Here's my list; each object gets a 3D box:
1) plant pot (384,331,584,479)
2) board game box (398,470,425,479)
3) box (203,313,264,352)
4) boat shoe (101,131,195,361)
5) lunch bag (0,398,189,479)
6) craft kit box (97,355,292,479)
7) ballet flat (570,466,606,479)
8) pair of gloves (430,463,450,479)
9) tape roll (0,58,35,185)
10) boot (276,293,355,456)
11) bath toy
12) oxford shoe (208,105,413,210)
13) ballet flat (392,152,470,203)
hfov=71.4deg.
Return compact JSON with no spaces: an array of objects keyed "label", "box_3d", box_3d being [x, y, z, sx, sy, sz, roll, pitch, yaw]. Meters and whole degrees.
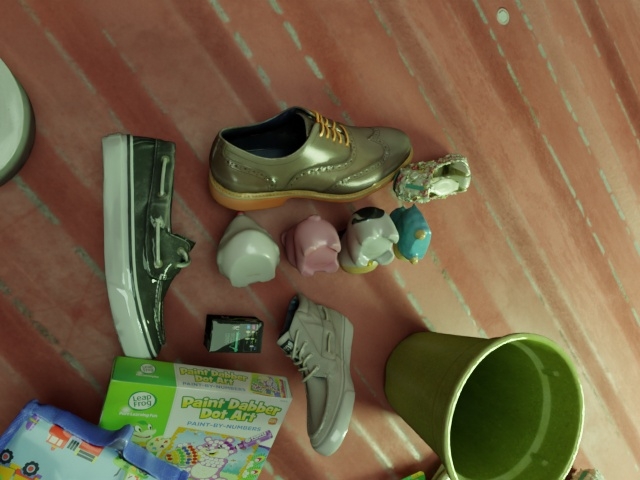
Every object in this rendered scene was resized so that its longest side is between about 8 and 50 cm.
[{"label":"plant pot","box_3d":[0.249,0.273,0.778,0.276,0.254,0.275,0,91,-23]},{"label":"board game box","box_3d":[0.160,0.585,0.866,0.124,0.039,0.259,-10,98,-24]},{"label":"box","box_3d":[-0.140,0.150,0.718,0.083,0.062,0.052,6,88,-23]},{"label":"boat shoe","box_3d":[-0.241,0.008,0.641,0.119,0.121,0.335,-5,91,-18]},{"label":"lunch bag","box_3d":[-0.329,0.348,0.554,0.221,0.138,0.293,36,95,-13]},{"label":"craft kit box","box_3d":[-0.199,0.297,0.654,0.250,0.061,0.246,14,107,-22]},{"label":"ballet flat","box_3d":[0.686,0.712,1.041,0.147,0.147,0.408,-27,102,-20]},{"label":"pair of gloves","box_3d":[0.261,0.571,0.889,0.204,0.042,0.240,-40,110,-34]},{"label":"tape roll","box_3d":[-0.493,-0.160,0.561,0.219,0.072,0.219,-1,92,-23]},{"label":"boot","box_3d":[-0.020,0.194,0.695,0.123,0.258,0.095,32,118,-15]},{"label":"bath toy","box_3d":[0.000,0.000,0.741,0.349,0.129,0.151,-5,137,-19]},{"label":"oxford shoe","box_3d":[0.006,-0.141,0.711,0.364,0.132,0.130,-16,61,-23]},{"label":"ballet flat","box_3d":[0.226,-0.108,0.816,0.241,0.077,0.091,-22,122,-42]}]
